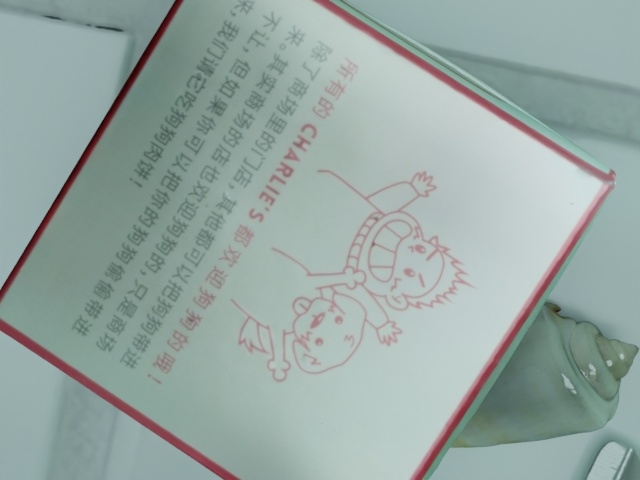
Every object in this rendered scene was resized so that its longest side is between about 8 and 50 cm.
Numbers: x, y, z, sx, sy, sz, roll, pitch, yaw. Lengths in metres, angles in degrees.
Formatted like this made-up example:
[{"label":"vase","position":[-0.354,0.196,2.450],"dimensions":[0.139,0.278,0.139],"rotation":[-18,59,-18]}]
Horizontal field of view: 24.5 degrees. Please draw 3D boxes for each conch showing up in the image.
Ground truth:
[{"label":"conch","position":[0.172,0.115,1.194],"dimensions":[0.176,0.094,0.104],"rotation":[-21,111,31]}]

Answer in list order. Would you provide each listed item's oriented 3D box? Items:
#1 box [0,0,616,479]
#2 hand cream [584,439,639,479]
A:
[{"label":"box","position":[0.000,0.000,1.045],"dimensions":[0.312,0.300,0.314],"rotation":[33,97,6]},{"label":"hand cream","position":[0.345,0.284,1.202],"dimensions":[0.314,0.089,0.140],"rotation":[24,95,6]}]
